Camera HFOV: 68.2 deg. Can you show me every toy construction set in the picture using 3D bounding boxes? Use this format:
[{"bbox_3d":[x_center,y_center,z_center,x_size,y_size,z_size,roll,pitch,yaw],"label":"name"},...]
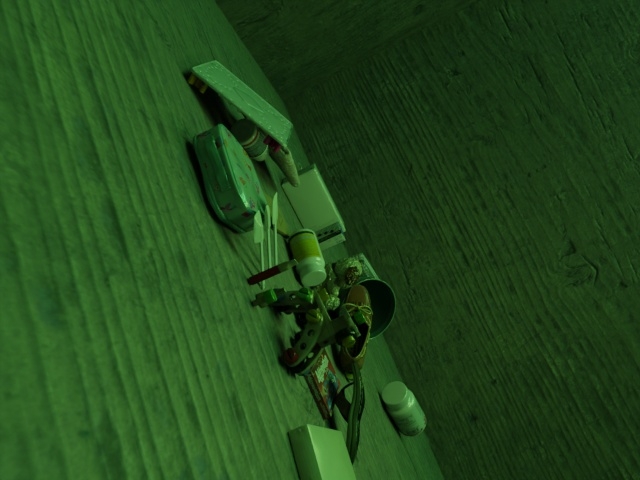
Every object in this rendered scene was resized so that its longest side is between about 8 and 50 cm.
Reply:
[{"bbox_3d":[-0.020,0.182,1.282,0.309,0.237,0.257,61,9,-25],"label":"toy construction set"}]

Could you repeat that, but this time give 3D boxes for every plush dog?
[{"bbox_3d":[0.068,0.145,1.990,0.262,0.225,0.211,-78,142,-76],"label":"plush dog"}]

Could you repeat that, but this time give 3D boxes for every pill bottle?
[{"bbox_3d":[0.426,0.860,2.420,0.160,0.160,0.283,-102,165,-58],"label":"pill bottle"},{"bbox_3d":[-0.265,-0.380,1.822,0.180,0.107,0.108,46,21,-67],"label":"pill bottle"},{"bbox_3d":[-0.050,0.067,1.847,0.119,0.119,0.209,55,13,-51],"label":"pill bottle"}]

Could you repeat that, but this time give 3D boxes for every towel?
[{"bbox_3d":[-0.208,-0.401,2.033,0.317,0.053,0.332,51,-5,14],"label":"towel"},{"bbox_3d":[0.158,0.206,2.367,0.284,0.234,0.121,54,16,-46],"label":"towel"}]

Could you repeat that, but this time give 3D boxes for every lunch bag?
[{"bbox_3d":[-0.250,-0.170,1.302,0.279,0.107,0.224,68,10,17],"label":"lunch bag"}]

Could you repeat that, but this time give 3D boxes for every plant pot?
[{"bbox_3d":[0.174,0.292,2.193,0.293,0.293,0.196,62,-16,-23],"label":"plant pot"}]

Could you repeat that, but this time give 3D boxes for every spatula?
[{"bbox_3d":[-0.150,0.006,1.324,0.168,0.019,0.242,-66,162,-59],"label":"spatula"}]

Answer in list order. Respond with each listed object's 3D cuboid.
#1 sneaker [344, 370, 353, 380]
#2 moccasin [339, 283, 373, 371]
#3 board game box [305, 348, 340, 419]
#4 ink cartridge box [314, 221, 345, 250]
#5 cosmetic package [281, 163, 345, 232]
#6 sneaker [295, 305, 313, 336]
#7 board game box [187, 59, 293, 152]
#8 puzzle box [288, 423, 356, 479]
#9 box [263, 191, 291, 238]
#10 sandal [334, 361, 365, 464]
[{"bbox_3d":[0.117,0.500,1.898,0.059,0.053,0.144,60,17,-44],"label":"sneaker"},{"bbox_3d":[0.139,0.330,1.902,0.147,0.139,0.380,98,8,-48],"label":"moccasin"},{"bbox_3d":[0.011,0.436,1.484,0.145,0.027,0.281,65,8,1],"label":"board game box"},{"bbox_3d":[0.000,0.000,2.043,0.046,0.206,0.097,60,10,-34],"label":"ink cartridge box"},{"bbox_3d":[-0.033,-0.184,2.425,0.155,0.196,0.366,-91,157,-70],"label":"cosmetic package"},{"bbox_3d":[-0.034,0.278,1.536,0.152,0.058,0.084,64,1,18],"label":"sneaker"},{"bbox_3d":[-0.277,-0.498,1.735,0.390,0.050,0.390,38,19,-15],"label":"board game box"},{"bbox_3d":[0.050,0.636,1.065,0.272,0.052,0.409,53,15,-58],"label":"puzzle box"},{"bbox_3d":[-0.180,-0.100,1.852,0.165,0.021,0.201,68,9,15],"label":"box"},{"bbox_3d":[0.081,0.505,1.415,0.120,0.086,0.303,75,21,-49],"label":"sandal"}]
